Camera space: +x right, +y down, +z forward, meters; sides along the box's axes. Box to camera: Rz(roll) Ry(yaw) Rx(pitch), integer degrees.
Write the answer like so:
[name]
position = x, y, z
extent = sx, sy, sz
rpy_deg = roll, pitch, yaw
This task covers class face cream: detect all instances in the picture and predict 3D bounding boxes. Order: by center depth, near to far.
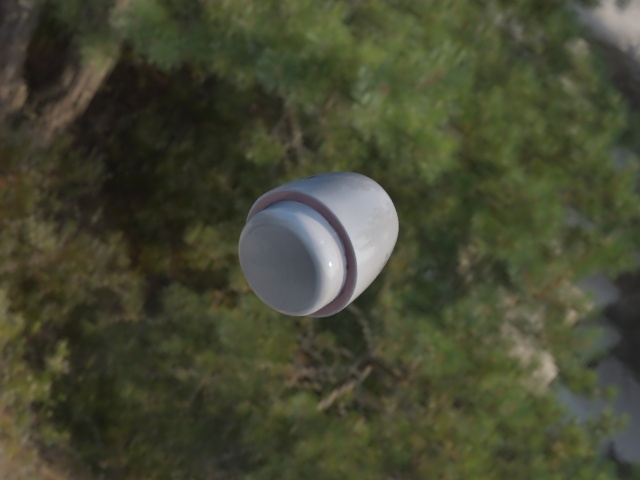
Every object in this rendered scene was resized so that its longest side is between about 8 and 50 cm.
[face cream]
position = 0.000, 0.000, 1.063
extent = 0.091, 0.091, 0.095
rpy_deg = 42, 41, 14
